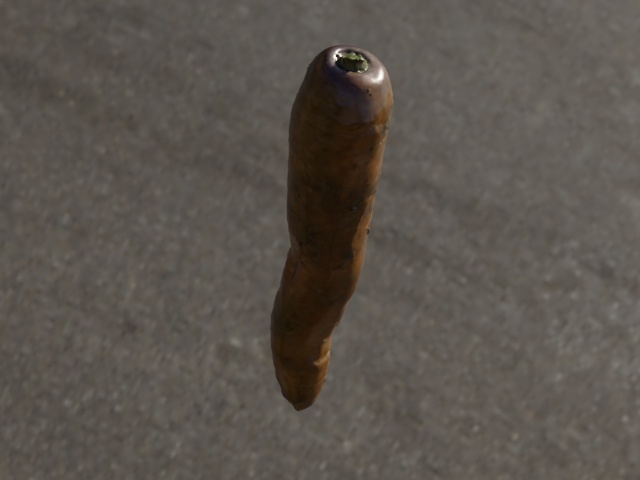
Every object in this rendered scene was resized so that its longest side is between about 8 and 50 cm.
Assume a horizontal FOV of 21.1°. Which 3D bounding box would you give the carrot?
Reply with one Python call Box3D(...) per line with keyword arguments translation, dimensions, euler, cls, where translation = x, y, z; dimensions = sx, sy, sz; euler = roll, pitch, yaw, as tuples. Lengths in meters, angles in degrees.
Box3D(translation=(0.002, 0.000, 0.630), dimensions=(0.035, 0.165, 0.035), euler=(4, 38, -3), cls="carrot")
